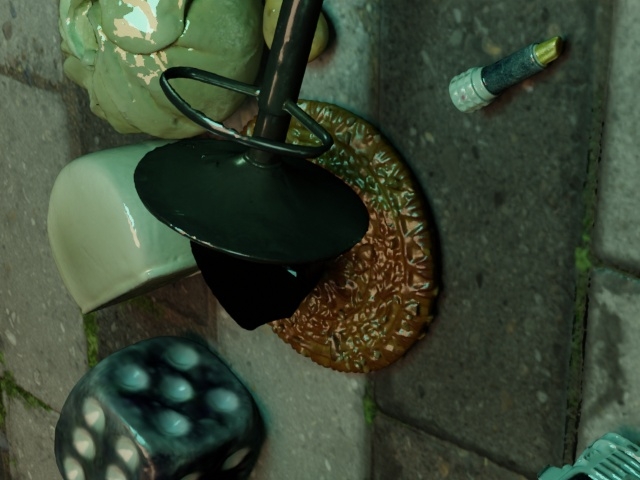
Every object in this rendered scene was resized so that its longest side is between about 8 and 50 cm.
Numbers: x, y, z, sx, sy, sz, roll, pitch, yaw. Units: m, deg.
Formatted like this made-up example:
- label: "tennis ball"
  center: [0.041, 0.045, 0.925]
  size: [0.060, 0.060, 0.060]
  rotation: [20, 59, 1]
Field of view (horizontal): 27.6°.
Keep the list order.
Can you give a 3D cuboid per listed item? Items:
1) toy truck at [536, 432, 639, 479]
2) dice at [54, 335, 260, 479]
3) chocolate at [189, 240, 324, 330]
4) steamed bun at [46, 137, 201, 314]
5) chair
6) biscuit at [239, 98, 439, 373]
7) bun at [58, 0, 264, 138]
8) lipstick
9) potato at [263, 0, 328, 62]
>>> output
- label: "toy truck"
  center: [0.225, 0.332, 1.176]
  size: [0.136, 0.162, 0.305]
  rotation: [36, 129, 30]
- label: "dice"
  center: [-0.193, 0.236, 1.551]
  size: [0.181, 0.183, 0.182]
  rotation: [43, 131, 26]
- label: "chocolate"
  center: [-0.051, 0.027, 1.333]
  size: [0.149, 0.080, 0.125]
  rotation: [18, 130, 33]
- label: "steamed bun"
  center: [-0.207, -0.025, 1.462]
  size: [0.242, 0.146, 0.164]
  rotation: [-26, 83, 57]
- label: "chair"
  center: [-0.015, -0.204, 1.115]
  size: [0.226, 0.226, 0.401]
  rotation: [35, 122, 31]
- label: "biscuit"
  center: [0.000, 0.000, 1.353]
  size: [0.305, 0.038, 0.305]
  rotation: [21, 121, 39]
- label: "bun"
  center: [-0.177, -0.222, 1.350]
  size: [0.259, 0.160, 0.259]
  rotation: [18, 119, 36]
- label: "lipstick"
  center: [0.165, -0.146, 1.127]
  size: [0.116, 0.037, 0.037]
  rotation: [-23, 90, 43]
- label: "potato"
  center: [-0.027, -0.215, 1.278]
  size: [0.068, 0.062, 0.083]
  rotation: [-23, 69, 33]
